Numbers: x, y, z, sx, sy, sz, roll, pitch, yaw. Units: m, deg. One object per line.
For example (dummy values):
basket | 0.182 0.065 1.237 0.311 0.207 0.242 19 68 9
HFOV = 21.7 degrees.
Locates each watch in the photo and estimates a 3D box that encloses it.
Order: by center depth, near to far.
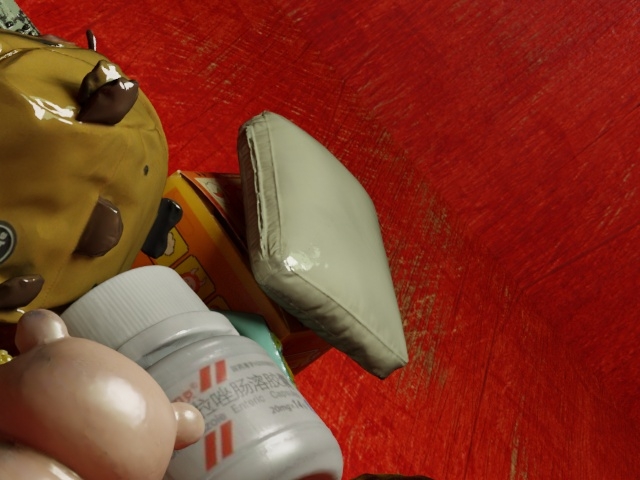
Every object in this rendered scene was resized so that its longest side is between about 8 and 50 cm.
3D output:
watch | -0.122 0.191 1.981 0.068 0.195 0.237 74 -8 -84

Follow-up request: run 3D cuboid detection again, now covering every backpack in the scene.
backpack | -0.304 -0.055 1.767 0.201 0.353 0.378 36 17 29

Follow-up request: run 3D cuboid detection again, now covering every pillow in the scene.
pillow | 0.000 0.000 2.071 0.255 0.120 0.322 42 22 -33

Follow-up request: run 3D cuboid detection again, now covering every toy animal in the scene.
toy animal | -0.257 0.213 1.569 0.210 0.229 0.221 41 23 -14

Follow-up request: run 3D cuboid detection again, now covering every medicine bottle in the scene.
medicine bottle | -0.150 0.201 1.812 0.306 0.245 0.245 49 16 24

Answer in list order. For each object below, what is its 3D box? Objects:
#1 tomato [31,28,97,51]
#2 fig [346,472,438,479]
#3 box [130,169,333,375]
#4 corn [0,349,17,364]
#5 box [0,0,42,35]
tomato | -0.387 -0.127 1.948 0.170 0.309 0.309 33 9 28
fig | 0.046 0.405 1.983 0.286 0.286 0.369 46 -16 -16
box | -0.121 0.062 2.192 0.259 0.214 0.283 54 19 12
corn | -0.395 0.120 1.648 0.288 0.086 0.086 30 28 -44
box | -0.406 -0.235 2.139 0.045 0.211 0.270 -40 90 -32
